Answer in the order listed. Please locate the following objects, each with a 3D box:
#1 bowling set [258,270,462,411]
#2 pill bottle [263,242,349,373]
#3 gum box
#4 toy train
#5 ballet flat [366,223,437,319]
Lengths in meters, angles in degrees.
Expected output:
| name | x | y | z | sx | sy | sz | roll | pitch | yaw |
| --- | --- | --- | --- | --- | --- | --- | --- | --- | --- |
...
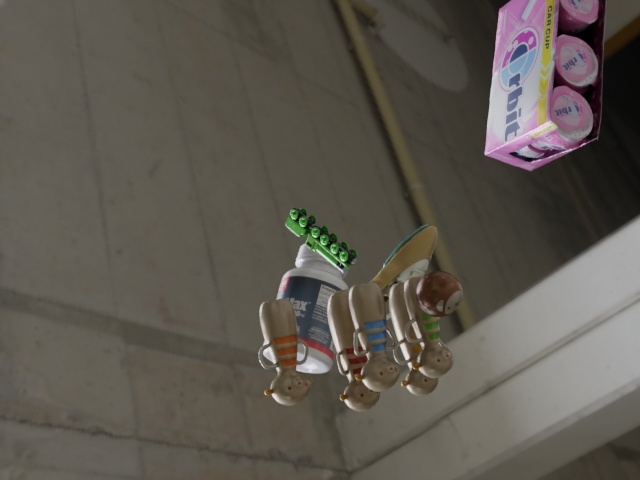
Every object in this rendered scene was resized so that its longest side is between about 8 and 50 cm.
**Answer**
| name | x | y | z | sx | sy | sz | roll | pitch | yaw |
| --- | --- | --- | --- | --- | --- | --- | --- | --- | --- |
| bowling set | 0.084 | 0.125 | 1.140 | 0.287 | 0.200 | 0.154 | -6 | -96 | -36 |
| pill bottle | -0.015 | 0.100 | 1.443 | 0.108 | 0.108 | 0.180 | 31 | -118 | -33 |
| gum box | 0.229 | -0.170 | 0.973 | 0.062 | 0.107 | 0.188 | 16 | -109 | -21 |
| toy train | 0.000 | 0.000 | 0.841 | 0.017 | 0.023 | 0.083 | -10 | -138 | -47 |
| ballet flat | 0.119 | 0.075 | 1.547 | 0.073 | 0.232 | 0.080 | 52 | -164 | 24 |
